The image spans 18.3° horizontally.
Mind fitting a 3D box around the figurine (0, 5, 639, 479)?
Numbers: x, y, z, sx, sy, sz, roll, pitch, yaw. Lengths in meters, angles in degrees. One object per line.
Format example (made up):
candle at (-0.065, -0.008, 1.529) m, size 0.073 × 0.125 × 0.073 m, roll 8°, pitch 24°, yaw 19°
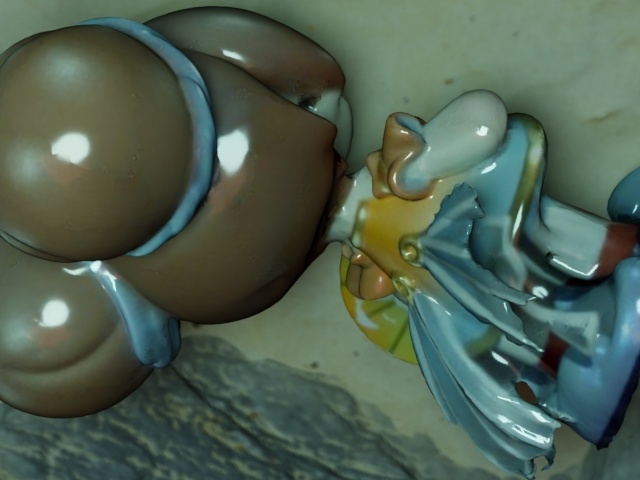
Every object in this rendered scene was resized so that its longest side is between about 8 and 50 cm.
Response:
figurine at (0.000, 0.000, 1.137) m, size 0.388 × 0.248 × 0.277 m, roll 20°, pitch 139°, yaw 3°
